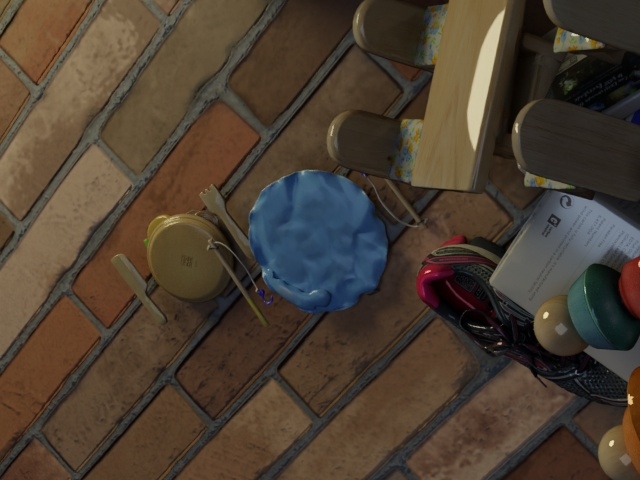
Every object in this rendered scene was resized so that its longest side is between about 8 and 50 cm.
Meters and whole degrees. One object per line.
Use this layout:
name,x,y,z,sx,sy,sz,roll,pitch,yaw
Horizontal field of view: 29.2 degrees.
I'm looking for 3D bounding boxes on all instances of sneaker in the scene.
sneaker,0.241,0.106,1.400,0.299,0.112,0.121,28,113,17

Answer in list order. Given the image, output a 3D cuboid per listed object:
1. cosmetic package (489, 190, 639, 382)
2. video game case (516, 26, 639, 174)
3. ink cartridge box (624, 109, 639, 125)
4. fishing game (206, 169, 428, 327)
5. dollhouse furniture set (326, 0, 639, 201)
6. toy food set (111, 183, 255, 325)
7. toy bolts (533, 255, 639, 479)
cosmetic package,0.386,0.070,1.273,0.365,0.197,0.155,38,116,15
video game case,0.279,-0.177,1.295,0.190,0.173,0.022,-32,129,29
ink cartridge box,0.422,-0.120,1.245,0.206,0.045,0.208,25,77,9
fishing game,0.000,0.000,1.537,0.264,0.041,0.189,-37,93,23
dollhouse furniture set,0.132,-0.249,1.198,0.362,0.256,0.394,11,88,64
toy food set,-0.173,0.018,1.632,0.192,0.038,0.132,-34,94,24
toy bolts,0.277,0.130,1.133,0.158,0.218,0.228,-28,73,37
